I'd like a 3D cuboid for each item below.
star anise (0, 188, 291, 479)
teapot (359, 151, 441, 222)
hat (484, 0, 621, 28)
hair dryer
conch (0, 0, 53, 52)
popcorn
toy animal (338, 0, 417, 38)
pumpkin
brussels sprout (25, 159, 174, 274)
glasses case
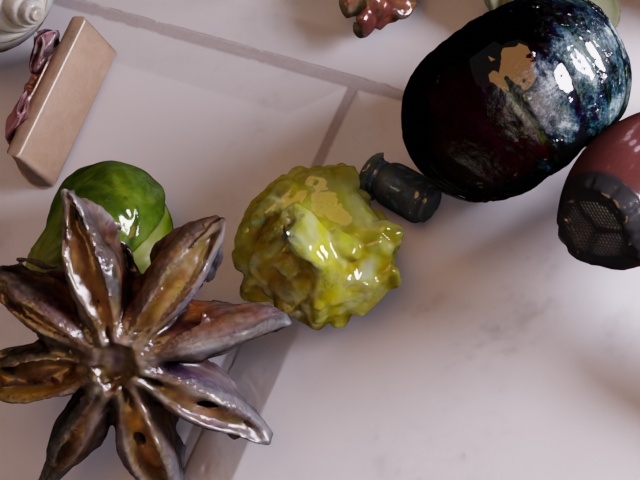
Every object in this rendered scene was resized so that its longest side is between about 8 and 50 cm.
[{"bbox_3d":[-0.185,0.105,1.088,0.332,0.117,0.331,2,104,6],"label":"star anise"},{"bbox_3d":[0.082,-0.048,1.178,0.083,0.063,0.049,31,48,26],"label":"teapot"},{"bbox_3d":[0.241,-0.261,1.198,0.166,0.081,0.122,31,90,0],"label":"hat"},{"bbox_3d":[0.375,0.029,1.028,0.312,0.123,0.340,-27,91,-38],"label":"hair dryer"},{"bbox_3d":[-0.386,-0.290,1.308,0.149,0.275,0.183,16,100,-20],"label":"conch"},{"bbox_3d":[0.003,0.006,1.131,0.173,0.142,0.173,-5,43,5],"label":"popcorn"},{"bbox_3d":[0.059,-0.371,1.292,0.157,0.097,0.312,14,70,6],"label":"toy animal"},{"bbox_3d":[0.183,-0.137,1.083,0.233,0.233,0.163,-33,91,0],"label":"pumpkin"},{"bbox_3d":[-0.229,0.003,1.185,0.145,0.131,0.183,5,66,22],"label":"brussels sprout"},{"bbox_3d":[-0.320,-0.169,1.295,0.070,0.102,0.193,13,73,26],"label":"glasses case"}]
